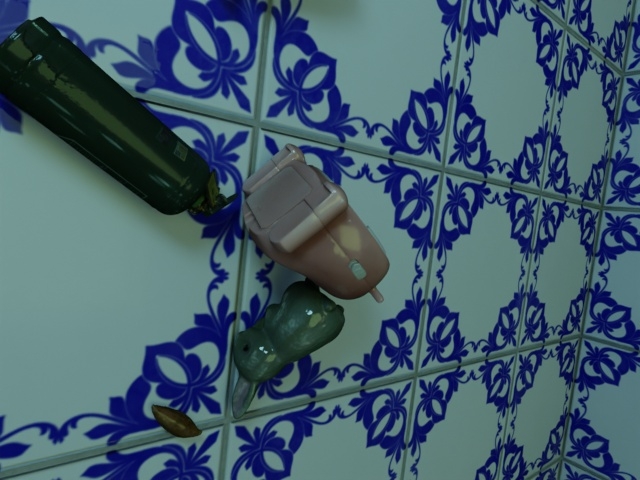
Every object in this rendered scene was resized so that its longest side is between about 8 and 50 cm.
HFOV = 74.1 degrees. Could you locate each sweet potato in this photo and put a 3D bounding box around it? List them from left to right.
[{"bbox_3d":[-0.222,0.277,0.647,0.095,0.034,0.034,45,69,-22],"label":"sweet potato"}]

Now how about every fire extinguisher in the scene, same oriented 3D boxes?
[{"bbox_3d":[-0.232,-0.123,0.537,0.311,0.095,0.114,44,40,-33],"label":"fire extinguisher"}]

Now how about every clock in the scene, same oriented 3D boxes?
[{"bbox_3d":[0.000,0.000,0.664,0.142,0.227,0.241,-41,127,3],"label":"clock"}]

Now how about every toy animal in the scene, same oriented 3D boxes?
[{"bbox_3d":[-0.077,0.174,0.697,0.251,0.125,0.127,-45,150,-5],"label":"toy animal"}]
